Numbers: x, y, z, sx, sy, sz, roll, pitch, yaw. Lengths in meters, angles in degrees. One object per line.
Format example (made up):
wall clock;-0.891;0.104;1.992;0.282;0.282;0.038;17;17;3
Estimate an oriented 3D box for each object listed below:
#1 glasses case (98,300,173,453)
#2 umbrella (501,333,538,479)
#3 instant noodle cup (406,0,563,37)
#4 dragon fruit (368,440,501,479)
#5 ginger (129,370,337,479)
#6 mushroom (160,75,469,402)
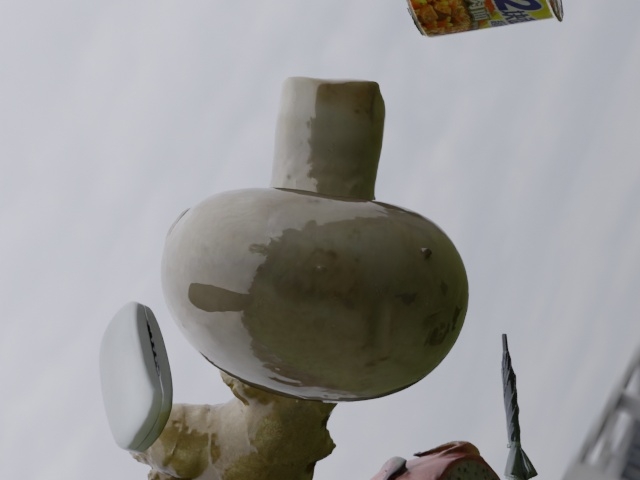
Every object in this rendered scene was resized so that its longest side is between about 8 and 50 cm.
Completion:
glasses case;-0.156;0.112;1.224;0.041;0.164;0.063;26;-68;-27
umbrella;0.251;0.243;1.843;0.044;0.044;0.269;19;-118;-39
instant noodle cup;0.189;-0.346;1.787;0.213;0.174;0.213;-14;-90;-73
dragon fruit;0.147;0.449;2.139;0.290;0.189;0.291;20;-116;-50
ginger;-0.090;0.219;1.713;0.166;0.236;0.375;-43;-26;-68
mushroom;0.000;0.000;1.379;0.292;0.292;0.290;64;-149;-63
